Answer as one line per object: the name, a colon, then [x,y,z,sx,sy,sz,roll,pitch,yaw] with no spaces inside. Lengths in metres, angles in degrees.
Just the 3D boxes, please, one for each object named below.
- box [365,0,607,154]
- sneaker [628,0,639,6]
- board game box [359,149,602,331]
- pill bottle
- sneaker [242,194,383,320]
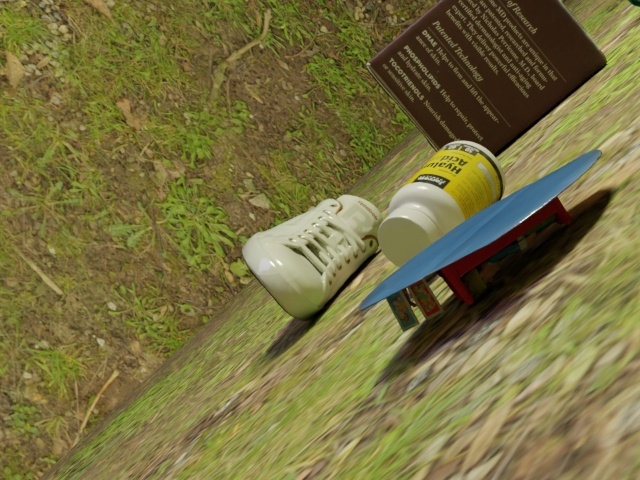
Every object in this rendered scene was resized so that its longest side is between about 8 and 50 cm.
box: [0.181,-0.199,1.424,0.203,0.167,0.168,-40,3,9]
sneaker: [0.355,-0.293,1.336,0.110,0.107,0.275,-53,0,6]
board game box: [0.103,0.005,0.756,0.168,0.033,0.133,-31,4,45]
pill bottle: [0.092,-0.025,0.991,0.065,0.065,0.116,-38,5,45]
sneaker: [0.000,0.000,1.380,0.123,0.106,0.290,-43,1,13]
